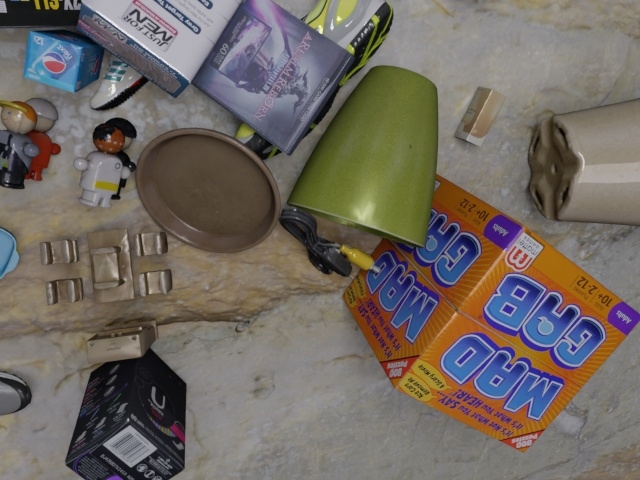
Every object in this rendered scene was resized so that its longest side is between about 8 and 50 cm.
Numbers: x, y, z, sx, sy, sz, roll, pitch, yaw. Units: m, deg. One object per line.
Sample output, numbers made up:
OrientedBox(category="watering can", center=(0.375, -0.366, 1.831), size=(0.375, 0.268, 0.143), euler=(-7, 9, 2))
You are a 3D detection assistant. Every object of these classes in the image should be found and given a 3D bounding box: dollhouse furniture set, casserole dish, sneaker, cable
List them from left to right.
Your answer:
OrientedBox(category="sneaker", center=(-0.729, 0.330, 1.041), size=(0.271, 0.108, 0.100), euler=(1, 109, -16))
OrientedBox(category="casserole dish", center=(-0.657, 0.002, 0.966), size=(0.188, 0.037, 0.114), euler=(25, 104, -21))
OrientedBox(category="dollhouse furniture set", center=(-0.403, 0.101, 1.035), size=(0.212, 0.161, 0.242), euler=(-6, 92, -8))
OrientedBox(category="sneaker", center=(-0.353, -0.299, 0.920), size=(0.161, 0.057, 0.075), euler=(-38, 99, 4))
OrientedBox(category="sneaker", center=(-0.040, -0.308, 0.967), size=(0.147, 0.145, 0.385), euler=(45, 100, 7))
OrientedBox(category="cable", center=(0.000, 0.000, 1.071), size=(0.287, 0.139, 0.072), euler=(43, 63, -41))

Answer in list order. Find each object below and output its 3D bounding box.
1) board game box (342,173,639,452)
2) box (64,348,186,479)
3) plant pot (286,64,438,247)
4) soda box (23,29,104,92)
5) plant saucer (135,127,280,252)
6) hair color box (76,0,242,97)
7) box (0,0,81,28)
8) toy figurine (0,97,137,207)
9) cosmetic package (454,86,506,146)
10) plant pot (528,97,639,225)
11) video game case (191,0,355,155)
OrientedBox(category="board game box", center=(0.326, 0.136, 1.093), size=(0.356, 0.356, 0.356), euler=(31, 101, -23))
OrientedBox(category="box", center=(-0.375, 0.356, 1.049), size=(0.143, 0.270, 0.165), euler=(-34, 116, 1))
OrientedBox(category="plant pot", center=(0.110, -0.166, 0.993), size=(0.274, 0.275, 0.294), euler=(18, 91, -20))
OrientedBox(category="soda box", center=(-0.396, -0.287, 0.820), size=(0.071, 0.210, 0.067), euler=(13, 108, -18))
OrientedBox(category="plant saucer", center=(-0.209, -0.092, 0.984), size=(0.277, 0.041, 0.278), euler=(5, 129, 6))
OrientedBox(category="hair color box", center=(-0.199, -0.418, 0.800), size=(0.174, 0.105, 0.347), euler=(34, 73, -25))
OrientedBox(category="box", center=(-0.403, -0.428, 0.714), size=(0.079, 0.322, 0.257), euler=(9, 116, 22))
OrientedBox(category="toy figurine", center=(-0.420, -0.153, 0.871), size=(0.213, 0.209, 0.148), euler=(14, 97, -17))
OrientedBox(category="cosmetic package", center=(0.336, -0.262, 1.101), size=(0.041, 0.060, 0.115), euler=(19, 104, -20))
OrientedBox(category="plant pot", center=(0.629, -0.158, 1.099), size=(0.305, 0.334, 0.334), euler=(-4, 113, -1))
OrientedBox(category="video game case", center=(-0.103, -0.303, 0.901), size=(0.274, 0.026, 0.196), euler=(38, 101, 16))
